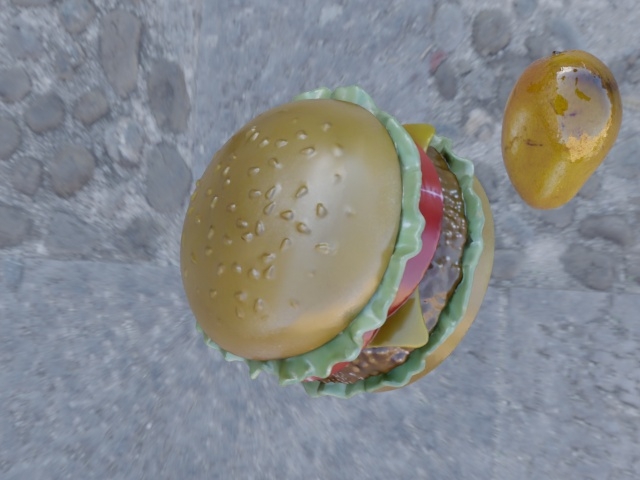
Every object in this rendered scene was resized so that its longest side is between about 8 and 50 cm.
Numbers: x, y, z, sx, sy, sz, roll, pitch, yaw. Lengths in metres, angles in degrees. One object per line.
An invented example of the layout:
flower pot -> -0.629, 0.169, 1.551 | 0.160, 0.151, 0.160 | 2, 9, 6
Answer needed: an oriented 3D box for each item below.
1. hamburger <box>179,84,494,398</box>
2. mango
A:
hamburger -> 0.000, 0.000, 1.097 | 0.212, 0.274, 0.274 | 23, 84, -44
mango -> 0.293, -0.133, 1.540 | 0.145, 0.112, 0.219 | 33, 127, 25
